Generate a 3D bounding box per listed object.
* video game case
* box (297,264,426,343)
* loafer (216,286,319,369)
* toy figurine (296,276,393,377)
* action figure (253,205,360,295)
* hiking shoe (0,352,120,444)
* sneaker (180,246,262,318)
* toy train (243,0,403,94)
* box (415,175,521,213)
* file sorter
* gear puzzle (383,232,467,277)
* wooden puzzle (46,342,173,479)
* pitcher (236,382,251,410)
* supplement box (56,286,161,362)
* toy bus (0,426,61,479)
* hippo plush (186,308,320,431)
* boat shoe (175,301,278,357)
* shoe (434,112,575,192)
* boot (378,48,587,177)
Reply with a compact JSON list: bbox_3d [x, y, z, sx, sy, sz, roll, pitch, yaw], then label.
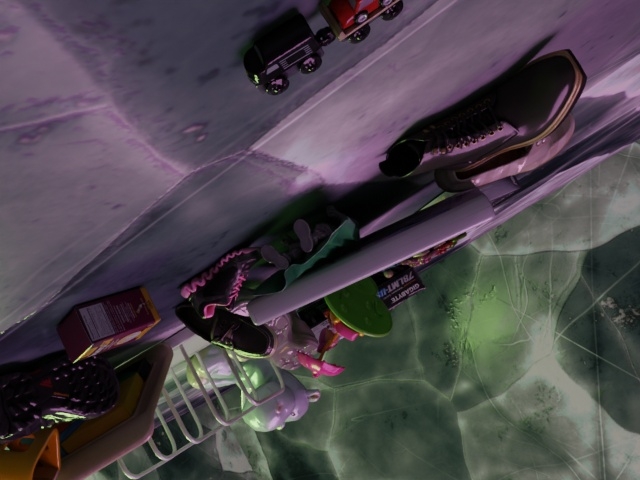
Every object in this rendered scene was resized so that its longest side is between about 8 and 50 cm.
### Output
[{"bbox_3d":[0.082,0.010,0.917,0.329,0.036,0.300,-26,-179,13],"label":"video game case"},{"bbox_3d":[0.092,0.154,1.613,0.293,0.073,0.295,-29,-176,-5],"label":"box"},{"bbox_3d":[-0.098,0.138,1.077,0.112,0.111,0.319,-37,152,-1],"label":"loafer"},{"bbox_3d":[0.024,0.149,1.070,0.159,0.130,0.173,-56,-168,27],"label":"toy figurine"},{"bbox_3d":[0.000,0.000,0.802,0.137,0.063,0.232,-34,175,15],"label":"action figure"},{"bbox_3d":[-0.339,0.186,0.754,0.114,0.086,0.227,-20,168,20],"label":"hiking shoe"},{"bbox_3d":[-0.109,0.052,0.764,0.119,0.057,0.047,-35,167,20],"label":"sneaker"},{"bbox_3d":[0.026,-0.132,0.345,0.158,0.027,0.036,-31,159,9],"label":"toy train"},{"bbox_3d":[0.258,-0.054,1.276,0.183,0.056,0.231,-20,166,-42],"label":"box"},{"bbox_3d":[-0.228,0.265,1.136,0.278,0.173,0.193,-33,170,11],"label":"file sorter"},{"bbox_3d":[0.254,0.020,1.516,0.175,0.044,0.339,-16,-176,39],"label":"gear puzzle"},{"bbox_3d":[-0.327,0.254,0.938,0.221,0.044,0.238,-31,-160,3],"label":"wooden puzzle"},{"bbox_3d":[-0.189,0.404,1.812,0.178,0.207,0.125,-35,169,28],"label":"pitcher"},{"bbox_3d":[-0.218,0.086,0.661,0.083,0.043,0.055,-17,165,-48],"label":"supplement box"},{"bbox_3d":[-0.421,0.267,0.774,0.202,0.191,0.104,-17,125,-43],"label":"toy bus"},{"bbox_3d":[-0.148,0.323,1.453,0.234,0.236,0.294,-34,169,22],"label":"hippo plush"},{"bbox_3d":[-0.128,0.119,0.847,0.152,0.056,0.049,14,-178,27],"label":"boat shoe"},{"bbox_3d":[0.264,-0.126,0.888,0.219,0.076,0.058,-27,176,-7],"label":"shoe"},{"bbox_3d":[0.166,-0.120,0.674,0.137,0.077,0.198,-15,162,-38],"label":"boot"}]
